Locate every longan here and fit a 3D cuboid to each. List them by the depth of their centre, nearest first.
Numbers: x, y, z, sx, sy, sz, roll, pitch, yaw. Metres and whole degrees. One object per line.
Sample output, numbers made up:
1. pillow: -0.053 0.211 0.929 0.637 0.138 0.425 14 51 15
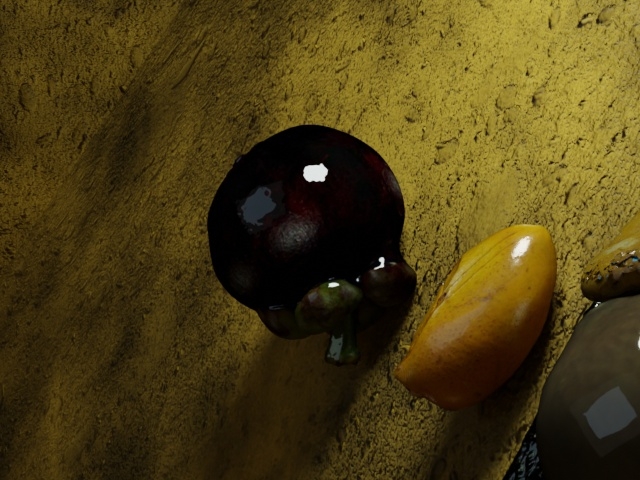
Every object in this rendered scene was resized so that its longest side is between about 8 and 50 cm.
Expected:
1. longan: 0.320 0.169 1.433 0.258 0.258 0.258 -42 35 40

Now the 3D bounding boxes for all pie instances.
1. pie: 0.375 -0.009 1.544 0.273 0.069 0.273 -29 8 4

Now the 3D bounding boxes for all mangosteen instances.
1. mangosteen: -0.003 -0.013 2.176 0.313 0.297 0.297 27 94 31

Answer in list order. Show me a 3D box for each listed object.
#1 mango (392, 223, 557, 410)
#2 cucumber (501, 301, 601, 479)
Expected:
1. mango: 0.198 0.089 1.870 0.252 0.126 0.154 -55 16 7
2. cucumber: 0.273 0.185 1.709 0.300 0.072 0.072 -65 26 2
